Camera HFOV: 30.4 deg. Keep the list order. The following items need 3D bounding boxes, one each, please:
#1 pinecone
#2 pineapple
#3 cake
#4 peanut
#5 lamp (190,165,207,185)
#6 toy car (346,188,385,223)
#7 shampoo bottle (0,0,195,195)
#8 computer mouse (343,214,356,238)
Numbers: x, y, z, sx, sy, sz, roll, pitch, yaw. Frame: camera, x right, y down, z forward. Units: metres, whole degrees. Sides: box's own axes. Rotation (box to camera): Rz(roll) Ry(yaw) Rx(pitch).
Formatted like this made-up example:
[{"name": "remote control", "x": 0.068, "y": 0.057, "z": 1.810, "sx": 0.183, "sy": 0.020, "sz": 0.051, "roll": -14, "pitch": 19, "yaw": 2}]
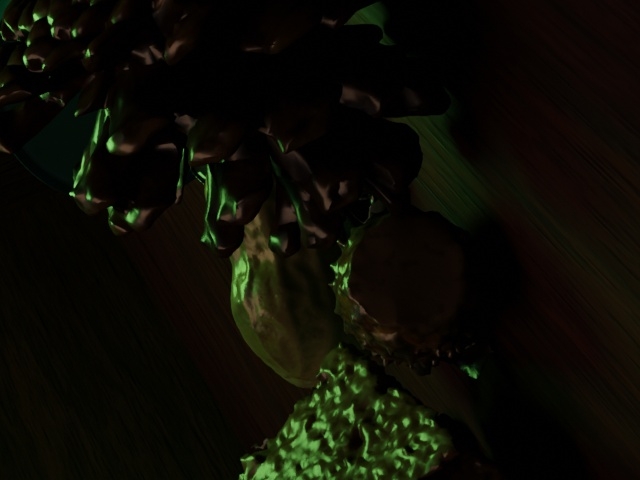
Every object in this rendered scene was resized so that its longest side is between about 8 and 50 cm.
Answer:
[{"name": "pinecone", "x": -0.065, "y": -0.139, "z": 0.968, "sx": 0.384, "sy": 0.384, "sz": 0.384, "roll": 57, "pitch": 164, "yaw": 27}, {"name": "pineapple", "x": 0.092, "y": 0.072, "z": 1.153, "sx": 0.170, "sy": 0.141, "sz": 0.310, "roll": 36, "pitch": 170, "yaw": 12}, {"name": "cake", "x": 0.089, "y": 0.302, "z": 1.173, "sx": 0.290, "sy": 0.255, "sz": 0.282, "roll": 37, "pitch": 179, "yaw": -29}, {"name": "peanut", "x": -0.038, "y": 0.025, "z": 1.304, "sx": 0.152, "sy": 0.152, "sz": 0.313, "roll": -158, "pitch": 51, "yaw": -69}, {"name": "lamp", "x": -0.086, "y": -0.185, "z": 1.365, "sx": 0.227, "sy": 0.147, "sz": 0.172, "roll": 94, "pitch": 161, "yaw": -47}, {"name": "toy car", "x": 0.021, "y": -0.113, "z": 1.227, "sx": 0.205, "sy": 0.056, "sz": 0.095, "roll": 65, "pitch": 166, "yaw": -18}, {"name": "shampoo bottle", "x": -0.304, "y": -0.254, "z": 1.583, "sx": 0.343, "sy": 0.331, "sz": 0.331, "roll": 40, "pitch": 152, "yaw": 59}, {"name": "computer mouse", "x": 0.000, "y": 0.000, "z": 1.448, "sx": 0.231, "sy": 0.079, "sz": 0.128, "roll": 58, "pitch": 165, "yaw": 36}]
